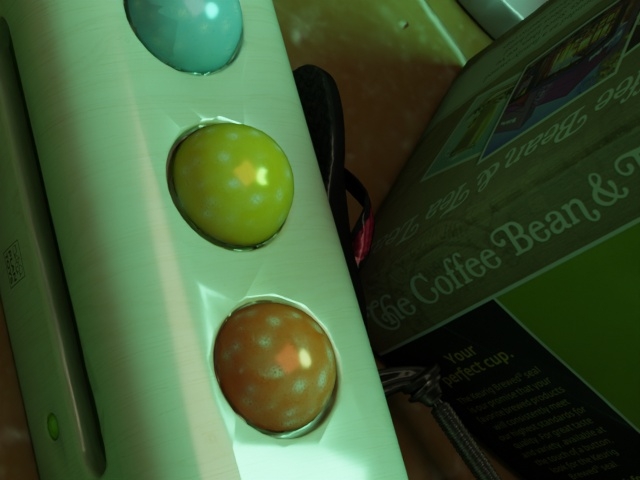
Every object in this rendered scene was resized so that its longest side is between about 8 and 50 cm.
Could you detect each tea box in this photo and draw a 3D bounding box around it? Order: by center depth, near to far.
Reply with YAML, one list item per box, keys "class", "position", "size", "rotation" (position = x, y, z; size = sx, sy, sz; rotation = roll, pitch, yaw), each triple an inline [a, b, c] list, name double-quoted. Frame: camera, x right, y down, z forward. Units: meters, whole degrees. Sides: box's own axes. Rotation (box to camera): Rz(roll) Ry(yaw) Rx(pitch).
- class: "tea box"
  position: [0.242, 0.006, 0.698]
  size: [0.323, 0.329, 0.220]
  rotation: [41, 52, -13]

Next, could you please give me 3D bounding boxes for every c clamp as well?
- class: "c clamp"
  position: [0.065, 0.124, 0.700]
  size: [0.137, 0.022, 0.160]
  rotation: [-41, 93, -17]

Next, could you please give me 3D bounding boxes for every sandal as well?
- class: "sandal"
  position: [0.000, 0.000, 0.706]
  size: [0.040, 0.067, 0.179]
  rotation: [12, 63, -43]

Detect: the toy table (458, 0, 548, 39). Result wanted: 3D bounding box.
- class: "toy table"
  position: [0.210, -0.196, 0.884]
  size: [0.274, 0.161, 0.252]
  rotation: [16, 60, -28]

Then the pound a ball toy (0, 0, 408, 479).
- class: "pound a ball toy"
  position: [-0.086, 0.017, 0.590]
  size: [0.208, 0.136, 0.319]
  rotation: [-3, 70, -36]
